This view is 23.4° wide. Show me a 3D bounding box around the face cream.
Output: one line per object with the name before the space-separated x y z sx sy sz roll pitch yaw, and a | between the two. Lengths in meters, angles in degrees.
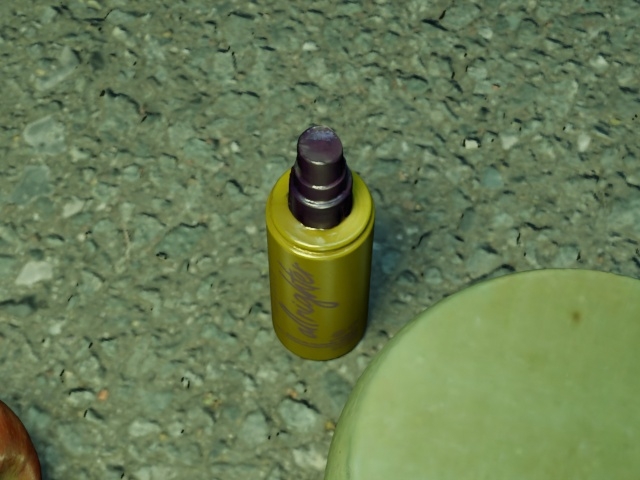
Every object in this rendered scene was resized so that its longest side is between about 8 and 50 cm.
face cream | 0.000 0.000 1.117 0.078 0.273 0.078 0 63 0

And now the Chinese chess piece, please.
Chinese chess piece | 0.175 0.191 1.092 0.349 0.146 0.349 0 62 0

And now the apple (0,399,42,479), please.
apple | -0.300 0.169 1.087 0.199 0.199 0.199 0 63 0
